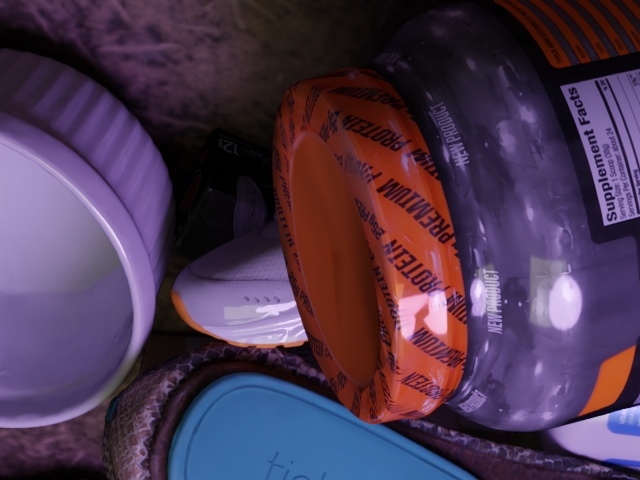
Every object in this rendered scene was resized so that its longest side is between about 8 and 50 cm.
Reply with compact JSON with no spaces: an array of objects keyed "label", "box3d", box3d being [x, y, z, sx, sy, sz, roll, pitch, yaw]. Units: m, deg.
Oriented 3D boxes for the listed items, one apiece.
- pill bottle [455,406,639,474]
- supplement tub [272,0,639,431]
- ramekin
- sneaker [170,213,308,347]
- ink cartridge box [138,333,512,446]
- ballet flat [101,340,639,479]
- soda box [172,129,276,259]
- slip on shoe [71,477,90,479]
[{"label":"pill bottle","box3d":[0.196,0.077,1.181,0.222,0.124,0.124,7,133,-4]},{"label":"supplement tub","box3d":[0.161,-0.029,0.958,0.338,0.207,0.207,-12,136,-16]},{"label":"ramekin","box3d":[-0.178,-0.009,1.102,0.207,0.109,0.207,9,128,12]},{"label":"sneaker","box3d":[0.032,-0.038,1.072,0.262,0.099,0.121,-25,114,-14]},{"label":"ink cartridge box","box3d":[-0.001,0.159,1.293,0.235,0.088,0.193,4,132,0]},{"label":"ballet flat","box3d":[0.091,0.188,1.156,0.483,0.164,0.182,27,170,-15]},{"label":"soda box","box3d":[0.000,0.000,1.165,0.169,0.053,0.060,21,131,-17]},{"label":"slip on shoe","box3d":[-0.300,0.195,1.331,0.331,0.123,0.101,-8,102,3]}]
